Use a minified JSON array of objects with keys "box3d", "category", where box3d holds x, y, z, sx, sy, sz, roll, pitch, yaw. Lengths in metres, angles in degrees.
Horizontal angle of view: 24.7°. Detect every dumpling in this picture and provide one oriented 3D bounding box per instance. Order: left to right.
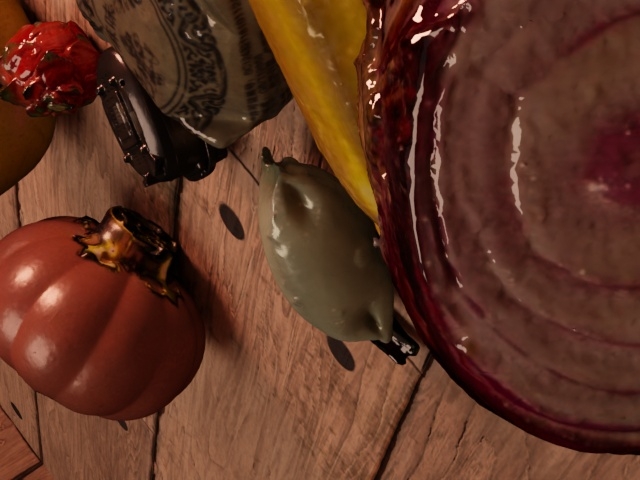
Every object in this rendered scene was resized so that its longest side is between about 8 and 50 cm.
[{"box3d":[0.008,-0.002,1.375,0.104,0.149,0.217,-22,110,28],"category":"dumpling"}]

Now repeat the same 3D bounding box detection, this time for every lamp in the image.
[{"box3d":[-0.278,0.081,1.842,0.305,0.240,0.305,33,-167,-8],"category":"lamp"}]

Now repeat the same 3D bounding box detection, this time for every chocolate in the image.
[{"box3d":[0.039,-0.119,1.067,0.162,0.162,0.445,20,138,55],"category":"chocolate"}]

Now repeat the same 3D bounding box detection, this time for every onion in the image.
[{"box3d":[0.159,-0.076,0.762,0.260,0.281,0.337,-92,-6,-68],"category":"onion"}]

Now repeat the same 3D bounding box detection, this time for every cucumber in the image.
[{"box3d":[0.049,0.075,1.448,0.135,0.033,0.034,44,-169,28],"category":"cucumber"}]

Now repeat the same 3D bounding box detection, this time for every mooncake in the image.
[{"box3d":[-0.122,-0.222,1.283,0.250,0.136,0.254,46,154,34],"category":"mooncake"}]

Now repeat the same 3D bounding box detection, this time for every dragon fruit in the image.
[{"box3d":[-0.318,-0.199,1.712,0.142,0.121,0.130,14,149,34],"category":"dragon fruit"}]

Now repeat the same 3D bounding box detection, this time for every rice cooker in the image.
[{"box3d":[-0.166,-0.136,1.519,0.112,0.106,0.165,-21,89,63],"category":"rice cooker"}]

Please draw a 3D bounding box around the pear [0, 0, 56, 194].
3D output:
[{"box3d":[-0.481,-0.197,1.852,0.285,0.285,0.336,33,146,43],"category":"pear"}]
